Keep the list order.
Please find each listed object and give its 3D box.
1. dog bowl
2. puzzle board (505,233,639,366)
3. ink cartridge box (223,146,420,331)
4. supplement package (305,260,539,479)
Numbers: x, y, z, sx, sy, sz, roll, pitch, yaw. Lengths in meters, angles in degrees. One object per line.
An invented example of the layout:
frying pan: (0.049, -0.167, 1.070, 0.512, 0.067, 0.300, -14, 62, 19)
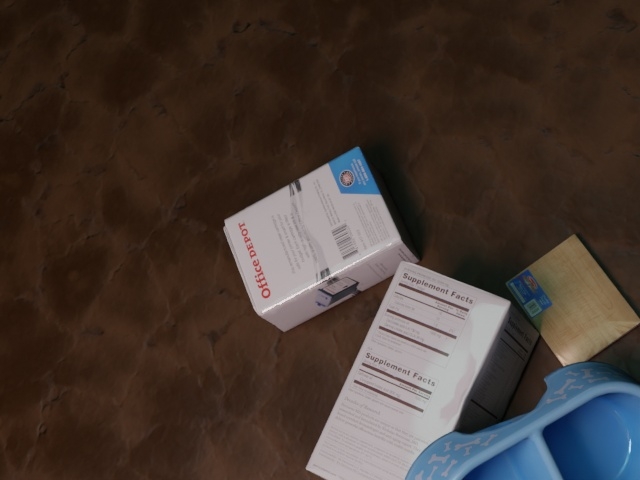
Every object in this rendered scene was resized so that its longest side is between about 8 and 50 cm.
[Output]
dog bowl: (0.222, 0.235, 1.192, 0.297, 0.074, 0.166, -27, 95, -12)
puzzle board: (0.277, 0.069, 1.346, 0.096, 0.011, 0.128, -36, 61, 8)
ink cartridge box: (0.000, 0.000, 1.447, 0.190, 0.082, 0.140, -29, 62, 12)
supplement package: (0.113, 0.168, 1.302, 0.134, 0.139, 0.244, 21, 80, 28)
